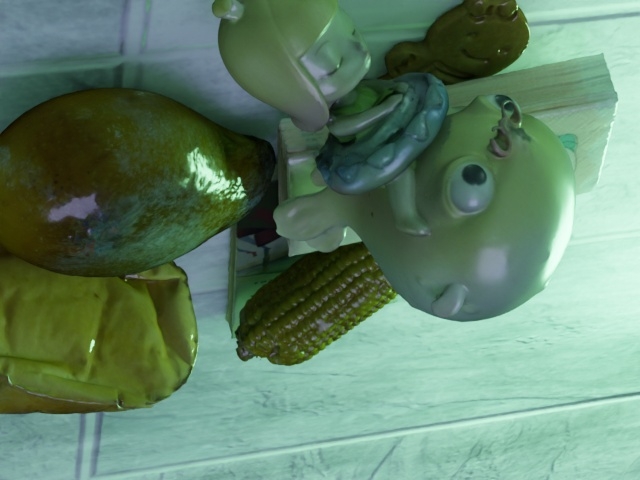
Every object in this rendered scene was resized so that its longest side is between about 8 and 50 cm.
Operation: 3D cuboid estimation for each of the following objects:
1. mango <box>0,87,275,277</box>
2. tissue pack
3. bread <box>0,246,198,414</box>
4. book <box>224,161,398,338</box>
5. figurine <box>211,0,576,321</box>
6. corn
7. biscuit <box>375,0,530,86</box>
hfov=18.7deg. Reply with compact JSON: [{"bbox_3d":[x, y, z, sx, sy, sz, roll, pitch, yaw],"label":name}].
[{"bbox_3d":[-0.173,-0.054,1.787,0.316,0.146,0.193,-6,142,-46],"label":"mango"},{"bbox_3d":[0.119,-0.082,1.889,0.325,0.071,0.170,-12,150,-7],"label":"tissue pack"},{"bbox_3d":[-0.272,0.082,1.873,0.288,0.204,0.156,5,157,-33],"label":"bread"},{"bbox_3d":[0.000,0.000,2.048,0.201,0.026,0.289,-12,147,-11],"label":"book"},{"bbox_3d":[0.035,-0.084,1.716,0.274,0.227,0.394,-29,116,35],"label":"figurine"},{"bbox_3d":[0.017,0.048,2.016,0.261,0.097,0.097,-36,144,17],"label":"corn"},{"bbox_3d":[0.127,-0.166,1.855,0.184,0.027,0.133,-32,144,22],"label":"biscuit"}]
